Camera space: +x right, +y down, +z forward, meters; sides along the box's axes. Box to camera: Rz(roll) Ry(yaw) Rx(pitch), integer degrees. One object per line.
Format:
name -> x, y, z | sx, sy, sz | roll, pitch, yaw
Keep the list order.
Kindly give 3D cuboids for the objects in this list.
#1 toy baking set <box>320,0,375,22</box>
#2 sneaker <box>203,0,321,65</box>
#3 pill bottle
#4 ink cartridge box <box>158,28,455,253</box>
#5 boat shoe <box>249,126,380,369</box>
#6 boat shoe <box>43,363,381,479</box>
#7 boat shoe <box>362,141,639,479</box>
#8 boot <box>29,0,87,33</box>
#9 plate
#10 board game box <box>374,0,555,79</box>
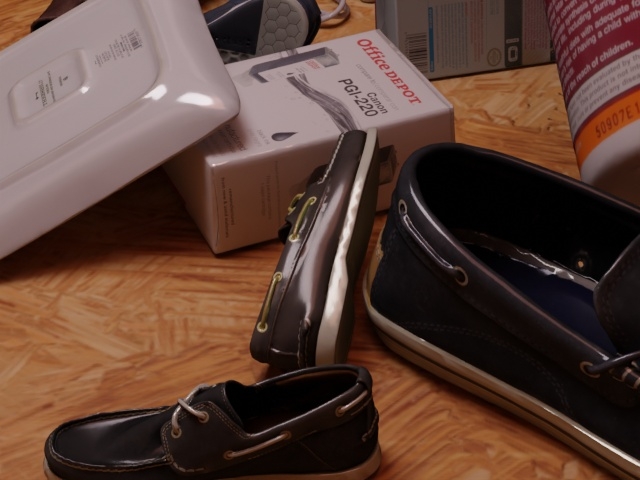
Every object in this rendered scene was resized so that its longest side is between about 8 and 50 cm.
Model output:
toy baking set -> 0.007, -0.282, 1.892 | 0.256, 0.030, 0.197 | -21, 39, -24
sneaker -> -0.104, -0.172, 1.701 | 0.226, 0.086, 0.163 | -19, 12, 13
pill bottle -> 0.284, -0.229, 1.478 | 0.224, 0.224, 0.392 | -7, 70, -6
ink cartridge box -> -0.014, -0.087, 1.560 | 0.218, 0.092, 0.158 | -14, 36, -18
boat shoe -> 0.000, 0.000, 1.410 | 0.069, 0.081, 0.227 | 5, 51, 10
boat shoe -> -0.076, 0.126, 1.270 | 0.233, 0.079, 0.084 | -5, 36, -1
boat shoe -> 0.244, 0.062, 1.276 | 0.500, 0.156, 0.187 | 23, 40, 30
boot -> -0.145, -0.263, 1.820 | 0.248, 0.090, 0.207 | -4, 41, 22
plate -> -0.217, -0.116, 1.560 | 0.278, 0.045, 0.277 | -30, 35, 5
board game box -> 0.204, -0.284, 1.715 | 0.303, 0.224, 0.097 | -8, 32, -8
